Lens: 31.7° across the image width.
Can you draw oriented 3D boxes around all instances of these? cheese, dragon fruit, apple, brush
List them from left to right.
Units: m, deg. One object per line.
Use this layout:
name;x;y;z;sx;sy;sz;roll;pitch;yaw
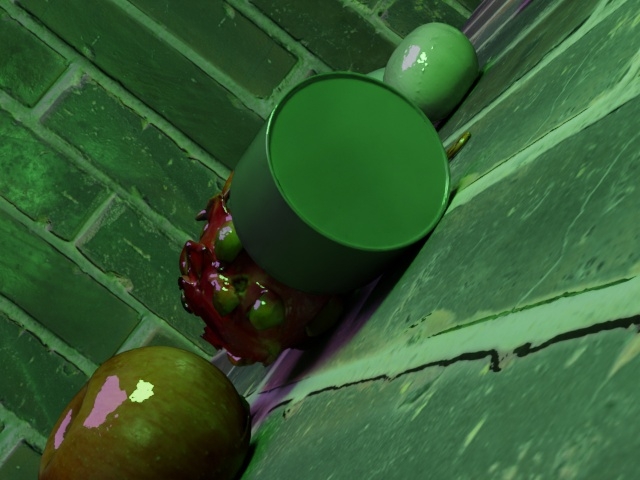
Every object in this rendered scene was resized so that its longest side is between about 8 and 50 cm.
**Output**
apple;-0.211;0.254;1.314;0.272;0.206;0.252;-47;10;47
dragon fruit;-0.075;0.013;1.495;0.243;0.307;0.227;-12;-28;-25
brush;0.131;-0.068;1.656;0.314;0.017;0.090;-47;6;48
cheese;0.199;-0.303;2.035;0.198;0.154;0.189;-52;9;-6

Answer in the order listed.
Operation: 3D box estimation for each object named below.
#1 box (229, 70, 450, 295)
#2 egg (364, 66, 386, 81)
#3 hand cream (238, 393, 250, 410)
box;0.019;-0.064;1.318;0.226;0.226;0.149;-54;4;-32
egg;0.119;-0.258;2.365;0.264;0.183;0.183;-45;2;-10
hand cream;-0.166;0.299;1.648;0.079;0.050;0.275;-24;-19;-33
